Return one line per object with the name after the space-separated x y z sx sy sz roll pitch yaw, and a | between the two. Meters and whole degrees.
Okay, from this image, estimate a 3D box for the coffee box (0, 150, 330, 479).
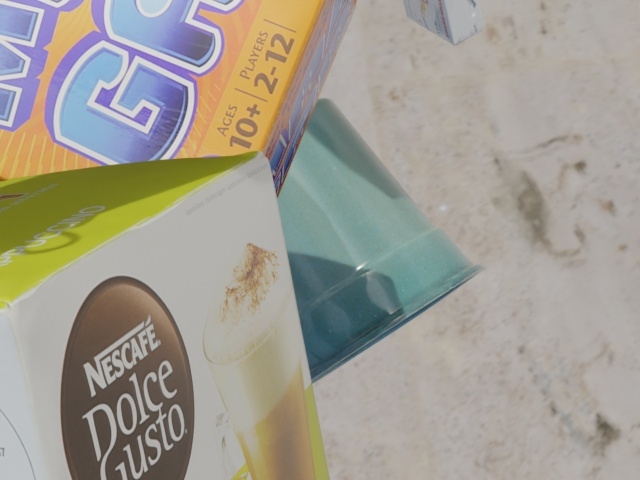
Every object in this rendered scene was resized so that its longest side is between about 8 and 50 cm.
-0.213 0.150 0.815 0.338 0.337 0.334 -5 104 20 | coffee box

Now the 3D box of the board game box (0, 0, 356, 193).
-0.183 -0.177 1.172 0.356 0.356 0.356 21 81 1 | board game box

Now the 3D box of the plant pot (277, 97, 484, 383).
0.000 0.000 1.858 0.341 0.341 0.334 -39 82 35 | plant pot

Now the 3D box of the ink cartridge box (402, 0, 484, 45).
0.156 -0.323 1.705 0.122 0.052 0.089 41 157 49 | ink cartridge box
